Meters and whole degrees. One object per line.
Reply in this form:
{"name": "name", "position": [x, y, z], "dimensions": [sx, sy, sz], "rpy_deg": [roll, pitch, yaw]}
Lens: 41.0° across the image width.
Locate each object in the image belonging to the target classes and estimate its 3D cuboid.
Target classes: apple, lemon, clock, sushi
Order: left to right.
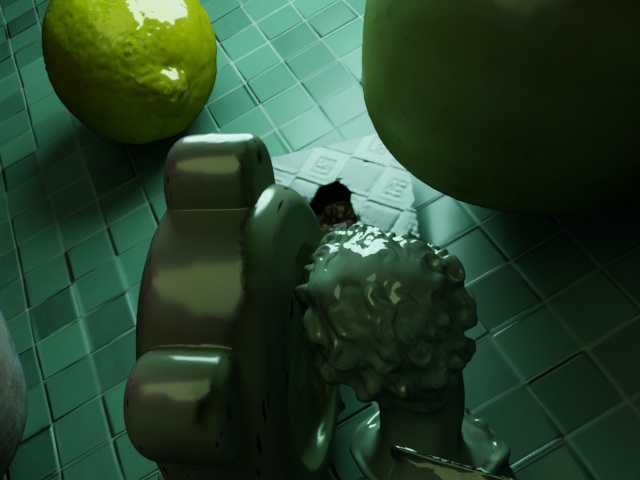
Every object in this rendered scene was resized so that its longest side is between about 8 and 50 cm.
{"name": "lemon", "position": [-0.253, -0.253, 1.137], "dimensions": [0.236, 0.236, 0.263], "rpy_deg": [-20, 29, 9]}
{"name": "clock", "position": [-0.059, 0.085, 0.673], "dimensions": [0.114, 0.309, 0.283], "rpy_deg": [0, 63, 11]}
{"name": "sushi", "position": [0.000, 0.000, 0.925], "dimensions": [0.220, 0.047, 0.231], "rpy_deg": [-12, 53, 11]}
{"name": "apple", "position": [0.214, -0.194, 0.789], "dimensions": [0.357, 0.357, 0.357], "rpy_deg": [-14, 47, 15]}

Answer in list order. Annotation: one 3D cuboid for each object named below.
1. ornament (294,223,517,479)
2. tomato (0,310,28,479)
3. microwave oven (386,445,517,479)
{"name": "ornament", "position": [0.072, 0.121, 0.631], "dimensions": [0.120, 0.285, 0.130], "rpy_deg": [-37, 29, -26]}
{"name": "tomato", "position": [-0.446, 0.143, 0.833], "dimensions": [0.283, 0.316, 0.317], "rpy_deg": [-32, 42, -29]}
{"name": "microwave oven", "position": [0.186, 0.326, 0.395], "dimensions": [0.395, 0.247, 0.333], "rpy_deg": [11, 56, 26]}
